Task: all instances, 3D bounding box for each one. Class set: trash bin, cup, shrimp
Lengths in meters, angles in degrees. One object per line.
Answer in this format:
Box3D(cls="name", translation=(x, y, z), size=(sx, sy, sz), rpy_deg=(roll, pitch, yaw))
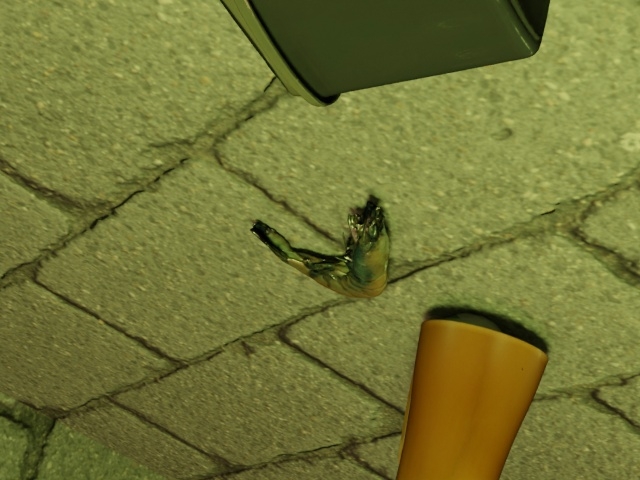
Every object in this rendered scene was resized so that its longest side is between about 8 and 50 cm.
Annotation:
Box3D(cls="trash bin", translation=(0.041, -0.236, 1.133), size=(0.290, 0.182, 0.209), rpy_deg=(-4, 144, 30))
Box3D(cls="cup", translation=(0.186, 0.238, 1.810), size=(0.182, 0.264, 0.226), rpy_deg=(25, 165, -25))
Box3D(cls="shrimp", translation=(0.000, 0.000, 1.714), size=(0.198, 0.051, 0.262), rpy_deg=(18, 155, 6))
